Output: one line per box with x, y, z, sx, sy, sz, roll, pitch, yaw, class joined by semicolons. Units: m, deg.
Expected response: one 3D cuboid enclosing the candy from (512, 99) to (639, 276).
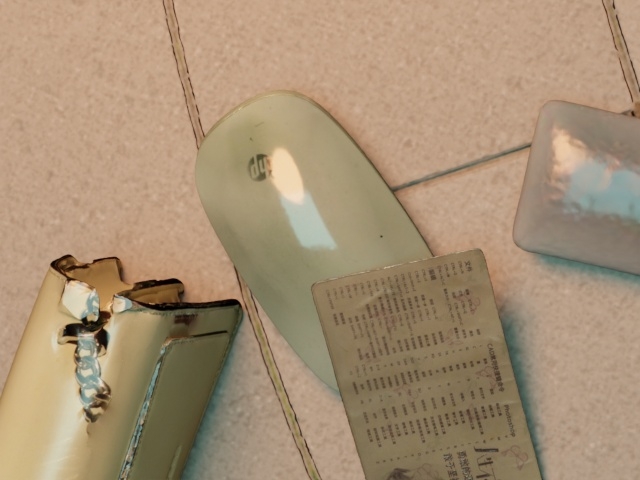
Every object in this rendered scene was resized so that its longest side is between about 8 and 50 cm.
0.265;-0.041;1.748;0.174;0.071;0.138;13;95;14;candy

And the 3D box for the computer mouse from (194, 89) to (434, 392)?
-0.002;-0.001;1.799;0.159;0.097;0.288;-33;83;9;computer mouse

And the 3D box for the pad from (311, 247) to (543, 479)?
0.099;0.144;1.779;0.160;0.009;0.265;-13;106;12;pad

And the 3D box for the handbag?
-0.221;0.200;1.781;0.160;0.237;0.358;20;95;10;handbag
